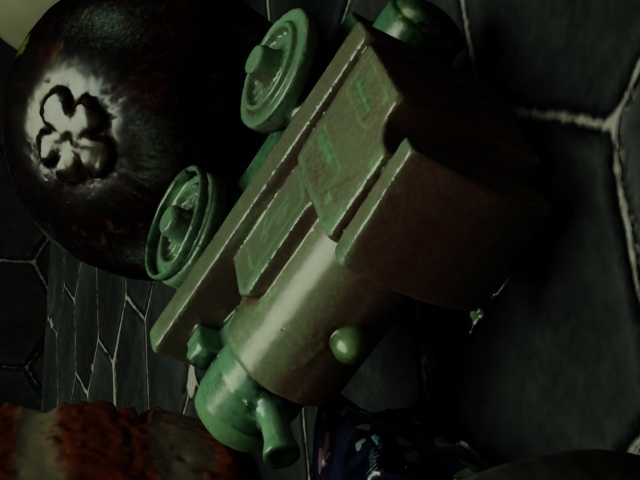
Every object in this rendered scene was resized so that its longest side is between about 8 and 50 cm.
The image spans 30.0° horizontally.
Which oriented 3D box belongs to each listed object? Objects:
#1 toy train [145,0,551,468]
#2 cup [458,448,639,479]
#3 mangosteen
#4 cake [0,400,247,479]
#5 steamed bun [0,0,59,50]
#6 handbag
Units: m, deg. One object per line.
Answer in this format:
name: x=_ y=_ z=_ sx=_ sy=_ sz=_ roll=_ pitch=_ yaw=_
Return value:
toy train: x=0.000 y=0.000 z=0.751 sx=0.304 sy=0.150 sz=0.221 roll=-55 pitch=31 yaw=26
cup: x=0.112 y=0.268 z=0.424 sx=0.257 sy=0.227 sz=0.301 roll=-121 pitch=15 yaw=-49
mangosteen: x=-0.135 y=-0.102 z=1.056 sx=0.288 sy=0.288 sz=0.287 roll=-178 pitch=90 yaw=-70
cake: x=-0.228 y=0.334 z=1.163 sx=0.270 sy=0.320 sz=0.269 roll=-117 pitch=32 yaw=-62
steamed bun: x=-0.254 y=-0.372 z=1.316 sx=0.334 sy=0.334 sz=0.373 roll=152 pitch=116 yaw=-67
handbag: x=0.044 y=0.191 z=0.729 sx=0.260 sy=0.113 sz=0.161 roll=-166 pitch=90 yaw=-73
